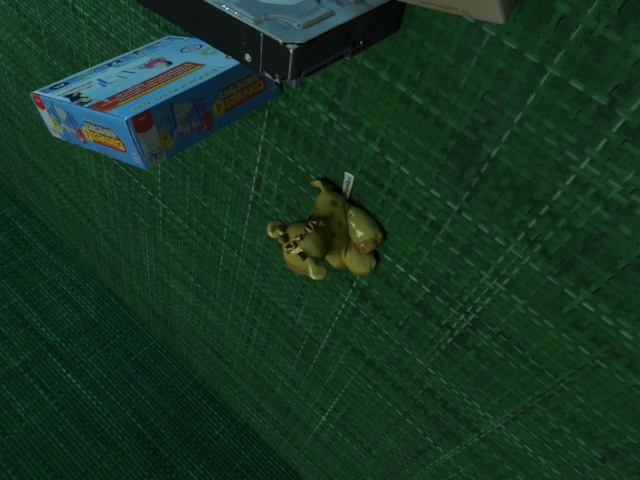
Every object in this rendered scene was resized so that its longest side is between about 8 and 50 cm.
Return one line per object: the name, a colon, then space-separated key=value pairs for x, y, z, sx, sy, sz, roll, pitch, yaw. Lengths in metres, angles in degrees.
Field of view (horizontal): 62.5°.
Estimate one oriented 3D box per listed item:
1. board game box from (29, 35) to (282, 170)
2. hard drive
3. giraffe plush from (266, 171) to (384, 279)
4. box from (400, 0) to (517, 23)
board game box: x=-0.281 y=-0.258 z=0.921 sx=0.302 sy=0.308 sz=0.086 roll=21 pitch=137 yaw=36
hard drive: x=-0.088 y=-0.337 z=0.699 sx=0.339 sy=0.237 sz=0.064 roll=36 pitch=143 yaw=20
giraffe plush: x=0.000 y=0.000 z=0.968 sx=0.181 sy=0.170 sz=0.210 roll=22 pitch=136 yaw=34
box: x=0.096 y=-0.329 z=0.446 sx=0.148 sy=0.311 sz=0.121 roll=28 pitch=95 yaw=29
